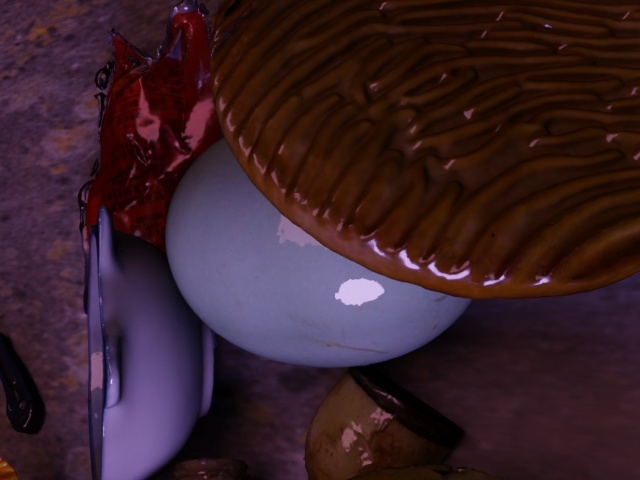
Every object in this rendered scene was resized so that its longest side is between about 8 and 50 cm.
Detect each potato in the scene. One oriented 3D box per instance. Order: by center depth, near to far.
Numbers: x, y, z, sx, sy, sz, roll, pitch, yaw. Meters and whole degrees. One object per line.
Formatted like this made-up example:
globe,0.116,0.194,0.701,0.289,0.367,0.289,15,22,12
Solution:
potato,0.025,0.142,0.576,0.096,0.066,0.103,29,93,38

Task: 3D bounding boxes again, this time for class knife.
knife,-0.287,0.129,0.804,0.031,0.018,0.121,-46,54,9

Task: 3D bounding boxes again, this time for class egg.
egg,0.000,0.000,0.574,0.231,0.168,0.167,6,77,35

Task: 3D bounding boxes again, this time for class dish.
dish,-0.127,0.076,0.647,0.236,0.086,0.227,-133,45,-64

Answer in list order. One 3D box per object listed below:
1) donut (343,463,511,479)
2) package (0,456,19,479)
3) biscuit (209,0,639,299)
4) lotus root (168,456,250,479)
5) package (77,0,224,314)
donut,0.050,0.227,0.428,0.272,0.107,0.272,-20,31,13
package,-0.273,0.320,0.666,0.223,0.109,0.288,-40,47,41
biscuit,0.092,-0.104,0.518,0.318,0.040,0.317,3,57,-4
lotus root,-0.109,0.293,0.568,0.146,0.131,0.303,5,77,34
package,-0.149,-0.071,0.755,0.194,0.071,0.269,-12,71,44
